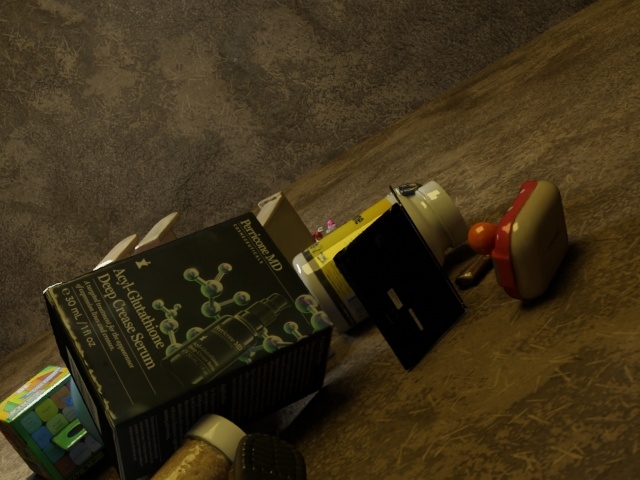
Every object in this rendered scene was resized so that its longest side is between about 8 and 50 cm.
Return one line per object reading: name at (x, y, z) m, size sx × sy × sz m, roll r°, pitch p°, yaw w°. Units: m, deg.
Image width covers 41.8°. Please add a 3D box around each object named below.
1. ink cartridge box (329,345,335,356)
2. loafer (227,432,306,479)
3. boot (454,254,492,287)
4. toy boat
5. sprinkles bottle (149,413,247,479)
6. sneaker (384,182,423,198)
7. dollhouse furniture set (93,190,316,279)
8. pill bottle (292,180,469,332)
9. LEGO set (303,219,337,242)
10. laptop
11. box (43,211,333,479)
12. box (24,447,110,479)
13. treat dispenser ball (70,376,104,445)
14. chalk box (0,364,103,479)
ink cartridge box at (-0.052, 0.235, 1.657) m, size 0.135 × 0.056 × 0.099 m, roll -37°, pitch 14°, yaw -17°
loafer at (-0.082, 0.398, 1.063) m, size 0.366 × 0.134 × 0.130 m, roll -77°, pitch 9°, yaw -69°
boot at (0.307, 0.042, 1.555) m, size 0.114 × 0.037 × 0.106 m, roll -37°, pitch 0°, yaw -29°
toy boat at (0.320, -0.006, 1.405) m, size 0.151 × 0.150 × 0.231 m, roll 1°, pitch 30°, yaw 33°
sprinkles bottle at (-0.238, 0.421, 1.235) m, size 0.121 × 0.121 × 0.355 m, roll -16°, pitch 25°, yaw 51°
sneaker at (0.193, -0.049, 1.932) m, size 0.132 × 0.086 × 0.229 m, roll 7°, pitch -38°, yaw -42°
dollhouse furniture set at (-0.233, 0.082, 1.940) m, size 0.394 × 0.362 × 0.256 m, roll -26°, pitch 18°, yaw 25°
pill bottle at (0.127, 0.026, 1.705) m, size 0.334 × 0.187 × 0.188 m, roll -33°, pitch 13°, yaw -1°
LEGO set at (0.000, 0.000, 2.274) m, size 0.132 × 0.107 × 0.287 m, roll -33°, pitch 13°, yaw -1°
laptop at (0.137, 0.055, 1.474) m, size 0.264 × 0.234 × 0.137 m, roll -41°, pitch 14°, yaw -29°
box at (-0.223, 0.175, 1.451) m, size 0.396 × 0.293 × 0.212 m, roll -23°, pitch -34°, yaw -24°
box at (-0.568, 0.511, 1.898) m, size 0.184 × 0.045 × 0.191 m, roll -37°, pitch 14°, yaw -28°
treat dispenser ball at (-0.348, 0.282, 1.671) m, size 0.288 × 0.288 × 0.288 m, roll -31°, pitch 13°, yaw 8°
chalk box at (-0.571, 0.397, 1.828) m, size 0.180 × 0.179 × 0.289 m, roll -40°, pitch 15°, yaw -30°
